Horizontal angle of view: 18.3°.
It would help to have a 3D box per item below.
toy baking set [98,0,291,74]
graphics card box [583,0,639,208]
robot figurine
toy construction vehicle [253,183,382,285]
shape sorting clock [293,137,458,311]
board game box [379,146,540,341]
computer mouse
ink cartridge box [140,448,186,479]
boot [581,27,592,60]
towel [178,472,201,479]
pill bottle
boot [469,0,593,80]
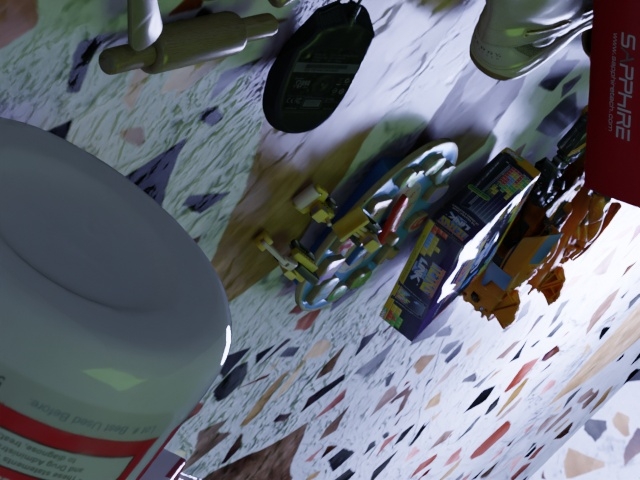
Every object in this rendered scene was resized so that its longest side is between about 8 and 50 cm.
[{"bbox_3d":[-0.063,-0.181,1.220,0.256,0.030,0.197,-23,149,-46],"label":"toy baking set"},{"bbox_3d":[0.347,-0.212,1.691,0.371,0.094,0.233,-42,141,-40],"label":"graphics card box"},{"bbox_3d":[0.274,-0.042,2.146,0.211,0.085,0.291,-23,151,-51],"label":"robot figurine"},{"bbox_3d":[0.000,0.000,1.681,0.086,0.035,0.098,-35,139,12],"label":"toy construction vehicle"},{"bbox_3d":[0.054,-0.012,1.809,0.206,0.040,0.206,-39,161,-16],"label":"shape sorting clock"},{"bbox_3d":[0.138,0.005,1.979,0.141,0.048,0.170,-43,166,-37],"label":"board game box"},{"bbox_3d":[0.019,-0.178,1.400,0.071,0.041,0.242,1,128,-43],"label":"computer mouse"},{"bbox_3d":[-0.156,0.211,1.327,0.150,0.063,0.109,-65,177,10],"label":"ink cartridge box"},{"bbox_3d":[0.369,-0.253,1.907,0.283,0.109,0.220,-42,159,14],"label":"boot"},{"bbox_3d":[-0.221,0.308,1.505,0.332,0.053,0.317,-57,157,-1],"label":"towel"},{"bbox_3d":[-0.250,0.143,1.189,0.408,0.229,0.229,-53,160,22],"label":"pill bottle"},{"bbox_3d":[0.208,-0.239,1.606,0.213,0.077,0.165,-40,158,-15],"label":"boot"}]
